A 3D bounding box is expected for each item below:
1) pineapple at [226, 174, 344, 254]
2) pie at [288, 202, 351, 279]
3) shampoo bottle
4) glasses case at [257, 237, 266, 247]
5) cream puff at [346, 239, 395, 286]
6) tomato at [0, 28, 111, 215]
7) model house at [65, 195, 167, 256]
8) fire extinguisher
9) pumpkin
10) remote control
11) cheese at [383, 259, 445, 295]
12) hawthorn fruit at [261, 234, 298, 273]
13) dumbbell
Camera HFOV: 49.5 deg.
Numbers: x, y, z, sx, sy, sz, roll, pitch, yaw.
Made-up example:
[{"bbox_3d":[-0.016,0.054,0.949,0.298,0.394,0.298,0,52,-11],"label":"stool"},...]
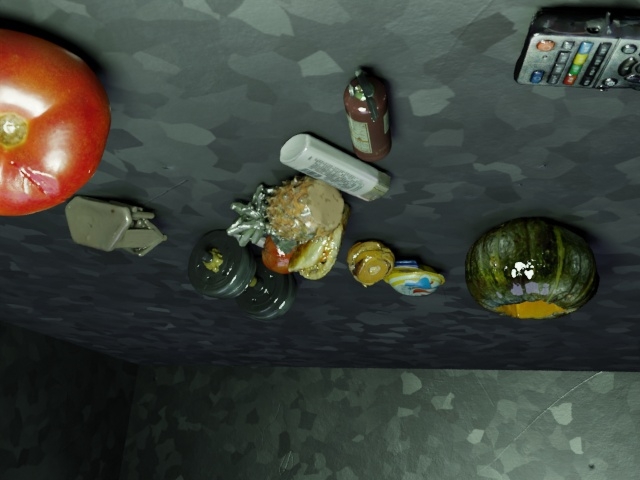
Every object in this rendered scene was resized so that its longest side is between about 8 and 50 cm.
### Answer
[{"bbox_3d":[-0.086,-0.047,1.513,0.309,0.141,0.170,-11,118,46],"label":"pineapple"},{"bbox_3d":[0.000,0.000,1.601,0.084,0.179,0.205,30,153,-15],"label":"pie"},{"bbox_3d":[0.033,-0.140,1.360,0.227,0.056,0.086,21,153,-37],"label":"shampoo bottle"},{"bbox_3d":[-0.162,0.001,1.843,0.032,0.021,0.083,-8,156,28],"label":"glasses case"},{"bbox_3d":[0.131,0.054,1.795,0.119,0.104,0.133,-18,142,0],"label":"cream puff"},{"bbox_3d":[-0.480,-0.190,1.079,0.298,0.299,0.226,12,-168,-18],"label":"tomato"},{"bbox_3d":[-0.494,-0.032,1.707,0.229,0.123,0.188,9,178,32],"label":"model house"},{"bbox_3d":[0.081,-0.198,1.130,0.071,0.099,0.231,-17,159,1],"label":"fire extinguisher"},{"bbox_3d":[0.491,0.076,1.641,0.320,0.193,0.320,6,161,2],"label":"pumpkin"},{"bbox_3d":[0.471,-0.255,0.931,0.398,0.062,0.145,5,159,5],"label":"remote control"},{"bbox_3d":[0.253,0.098,1.939,0.176,0.069,0.270,-3,158,21],"label":"cheese"},{"bbox_3d":[-0.090,0.028,1.774,0.127,0.128,0.128,4,160,2],"label":"hawthorn fruit"},{"bbox_3d":[-0.206,0.099,1.893,0.185,0.185,0.388,-5,158,27],"label":"dumbbell"}]
